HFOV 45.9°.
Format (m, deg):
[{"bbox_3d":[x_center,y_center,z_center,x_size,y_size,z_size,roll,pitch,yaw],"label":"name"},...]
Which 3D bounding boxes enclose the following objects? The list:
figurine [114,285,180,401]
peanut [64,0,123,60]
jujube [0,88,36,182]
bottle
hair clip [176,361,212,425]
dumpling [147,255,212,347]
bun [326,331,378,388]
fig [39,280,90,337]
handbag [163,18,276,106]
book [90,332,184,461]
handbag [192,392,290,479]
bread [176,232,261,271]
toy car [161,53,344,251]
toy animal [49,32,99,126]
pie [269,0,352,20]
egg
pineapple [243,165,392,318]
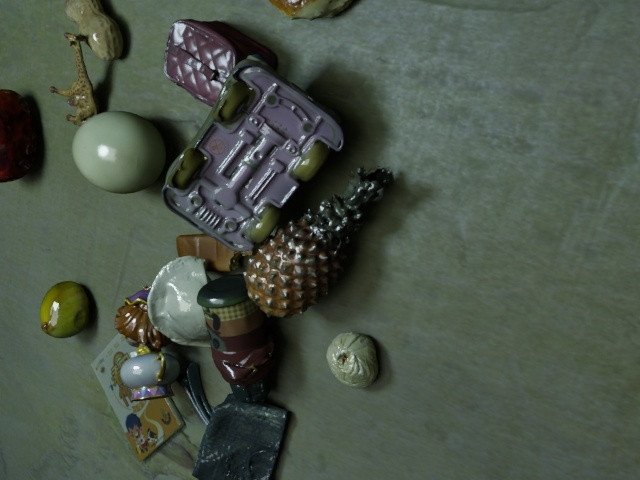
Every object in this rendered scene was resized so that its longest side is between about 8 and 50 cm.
[{"bbox_3d":[-0.400,0.237,1.761,0.189,0.142,0.263,-21,71,50],"label":"figurine"},{"bbox_3d":[-0.552,-0.526,1.826,0.228,0.086,0.104,55,141,19],"label":"peanut"},{"bbox_3d":[-0.859,-0.276,2.021,0.183,0.183,0.243,-9,90,37],"label":"jujube"},{"bbox_3d":[-0.164,0.215,1.584,0.143,0.156,0.271,-3,110,23],"label":"bottle"},{"bbox_3d":[-0.261,0.397,1.765,0.070,0.039,0.229,-41,77,33],"label":"hair clip"},{"bbox_3d":[-0.294,0.154,1.676,0.216,0.166,0.126,81,172,-50],"label":"dumpling"},{"bbox_3d":[0.059,0.237,1.483,0.115,0.069,0.115,7,101,37],"label":"bun"},{"bbox_3d":[-0.669,0.182,1.986,0.136,0.121,0.153,-42,48,38],"label":"fig"},{"bbox_3d":[-0.214,-0.367,1.568,0.225,0.135,0.146,36,120,26],"label":"handbag"},{"bbox_3d":[-0.471,0.388,1.924,0.208,0.020,0.295,-44,70,32],"label":"book"},{"bbox_3d":[-0.174,0.462,1.669,0.175,0.088,0.270,23,107,13],"label":"handbag"},{"bbox_3d":[-0.224,0.024,1.677,0.226,0.049,0.088,0,96,36],"label":"bread"},{"bbox_3d":[-0.133,-0.172,1.484,0.242,0.226,0.336,34,107,-13],"label":"toy car"},{"bbox_3d":[-0.592,-0.381,1.849,0.149,0.054,0.275,49,144,6],"label":"toy animal"},{"bbox_3d":[-0.013,-0.576,1.422,0.315,0.092,0.315,6,99,37],"label":"pie"},{"bbox_3d":[-0.468,-0.205,1.740,0.254,0.188,0.188,18,106,37],"label":"egg"},{"bbox_3d":[0.000,0.000,1.438,0.361,0.175,0.175,-47,69,32],"label":"pineapple"}]
